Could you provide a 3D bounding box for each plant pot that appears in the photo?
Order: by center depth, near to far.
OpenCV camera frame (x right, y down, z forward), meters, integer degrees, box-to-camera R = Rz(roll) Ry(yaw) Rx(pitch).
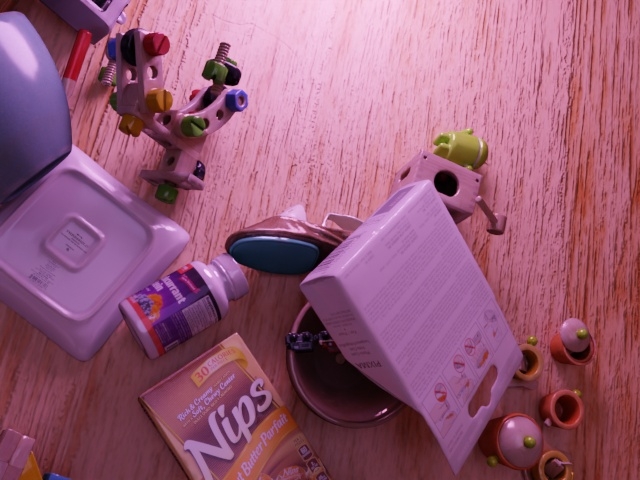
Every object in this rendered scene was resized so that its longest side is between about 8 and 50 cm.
[{"bbox_3d":[-0.494,-0.170,1.001,0.290,0.290,0.195,-44,105,-22],"label":"plant pot"},{"bbox_3d":[0.048,0.198,1.140,0.237,0.110,0.237,5,74,-16],"label":"plant pot"}]

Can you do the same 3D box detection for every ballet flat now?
[{"bbox_3d":[0.000,0.000,1.187,0.342,0.116,0.124,8,52,-15],"label":"ballet flat"}]

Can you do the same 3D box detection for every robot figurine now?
[{"bbox_3d":[0.283,-0.180,1.332,0.115,0.067,0.101,11,65,-14],"label":"robot figurine"}]

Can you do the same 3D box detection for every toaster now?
[{"bbox_3d":[-0.402,-0.464,1.147,0.185,0.110,0.168,40,64,-35],"label":"toaster"}]

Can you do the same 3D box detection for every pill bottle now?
[{"bbox_3d":[-0.218,0.100,1.087,0.193,0.108,0.108,-31,86,-22],"label":"pill bottle"}]

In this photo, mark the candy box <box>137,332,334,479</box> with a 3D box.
[{"bbox_3d":[-0.128,0.330,1.064,0.183,0.087,0.316,-32,87,-23],"label":"candy box"}]

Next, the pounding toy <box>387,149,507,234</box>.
[{"bbox_3d":[0.256,-0.087,1.238,0.206,0.181,0.094,22,70,-10],"label":"pounding toy"}]

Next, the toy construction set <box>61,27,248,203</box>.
[{"bbox_3d":[-0.292,-0.201,1.107,0.308,0.257,0.237,16,83,10],"label":"toy construction set"}]

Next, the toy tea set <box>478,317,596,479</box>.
[{"bbox_3d":[0.415,0.290,1.215,0.200,0.124,0.336,22,71,-10],"label":"toy tea set"}]

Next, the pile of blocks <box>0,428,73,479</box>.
[{"bbox_3d":[-0.392,0.442,0.955,0.149,0.112,0.362,-11,83,-38],"label":"pile of blocks"}]

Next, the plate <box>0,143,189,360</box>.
[{"bbox_3d":[-0.403,0.008,1.092,0.277,0.045,0.278,39,69,-4],"label":"plate"}]

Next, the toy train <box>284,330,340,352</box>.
[{"bbox_3d":[0.021,0.162,1.068,0.158,0.027,0.036,-1,79,-16],"label":"toy train"}]

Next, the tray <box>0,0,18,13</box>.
[{"bbox_3d":[-0.605,-0.468,1.114,0.203,0.076,0.411,31,68,-20],"label":"tray"}]

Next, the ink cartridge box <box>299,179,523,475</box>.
[{"bbox_3d":[0.172,0.136,1.109,0.308,0.091,0.385,-43,108,-41],"label":"ink cartridge box"}]
